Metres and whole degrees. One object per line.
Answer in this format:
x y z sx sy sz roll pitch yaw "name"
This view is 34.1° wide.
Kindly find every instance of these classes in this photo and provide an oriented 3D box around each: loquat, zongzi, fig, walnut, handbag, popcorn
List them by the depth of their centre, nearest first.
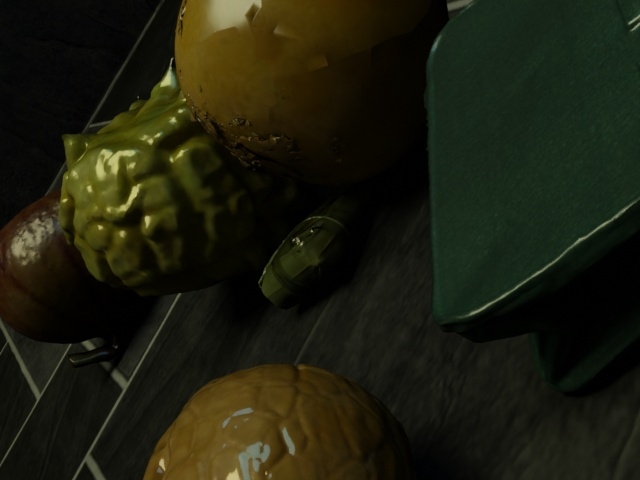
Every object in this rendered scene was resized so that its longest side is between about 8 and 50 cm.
-0.021 0.156 0.568 0.165 0.165 0.197 -48 30 27 "walnut"
0.166 -0.091 0.588 0.238 0.089 0.326 -44 24 34 "handbag"
-0.006 -0.159 0.870 0.235 0.235 0.235 -47 23 27 "loquat"
0.000 0.000 0.907 0.113 0.052 0.104 -54 7 -36 "zongzi"
-0.138 -0.062 1.025 0.249 0.225 0.249 -13 20 5 "popcorn"
-0.316 0.037 1.375 0.235 0.215 0.235 -59 -6 -11 "fig"
